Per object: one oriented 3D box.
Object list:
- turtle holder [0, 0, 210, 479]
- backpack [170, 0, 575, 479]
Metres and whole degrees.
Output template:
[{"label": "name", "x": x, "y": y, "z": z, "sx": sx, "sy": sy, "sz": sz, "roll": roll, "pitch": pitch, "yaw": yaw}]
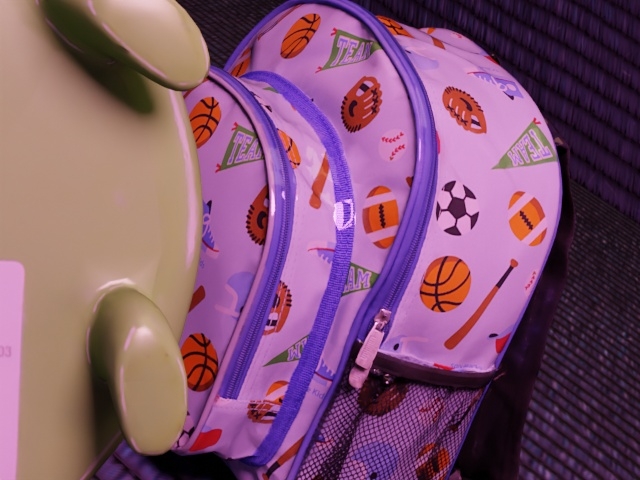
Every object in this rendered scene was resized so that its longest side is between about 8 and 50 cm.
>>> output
[{"label": "turtle holder", "x": -0.190, "y": -0.041, "z": 0.739, "sx": 0.320, "sy": 0.243, "sz": 0.227, "roll": 64, "pitch": -17, "yaw": -11}, {"label": "backpack", "x": 0.000, "y": 0.000, "z": 1.030, "sx": 0.213, "sy": 0.263, "sz": 0.276, "roll": 17, "pitch": 19, "yaw": -42}]
